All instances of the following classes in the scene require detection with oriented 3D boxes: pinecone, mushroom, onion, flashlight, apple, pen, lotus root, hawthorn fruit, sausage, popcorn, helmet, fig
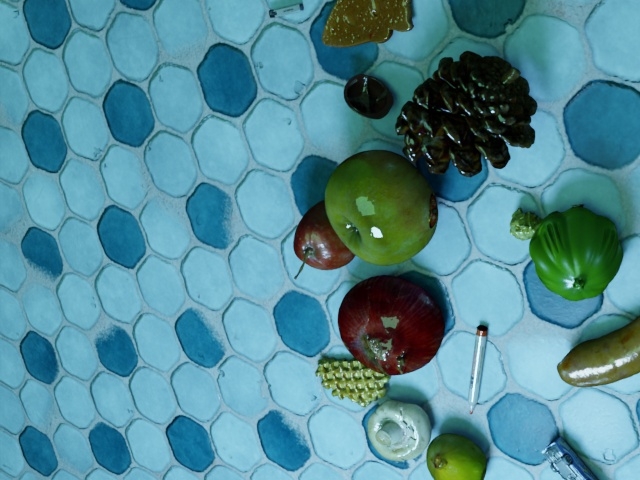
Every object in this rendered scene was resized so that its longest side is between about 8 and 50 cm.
[{"bbox_3d":[0.276,-0.233,1.750,0.309,0.244,0.244,-29,90,54],"label":"pinecone"},{"bbox_3d":[0.180,0.440,2.102,0.154,0.122,0.154,8,104,33],"label":"mushroom"},{"bbox_3d":[0.153,0.191,2.022,0.248,0.161,0.248,-1,87,21],"label":"onion"},{"bbox_3d":[-0.076,-0.507,1.997,0.083,0.018,0.018,-4,106,32],"label":"flashlight"},{"bbox_3d":[0.124,-0.067,1.888,0.261,0.194,0.261,43,157,23],"label":"apple"},{"bbox_3d":[0.345,0.290,2.007,0.026,0.026,0.218,15,114,27],"label":"pen"},{"bbox_3d":[0.488,0.048,1.725,0.186,0.186,0.186,11,112,28],"label":"lotus root"},{"bbox_3d":[0.000,0.000,2.011,0.162,0.203,0.163,9,111,25],"label":"hawthorn fruit"},{"bbox_3d":[0.593,0.217,1.789,0.270,0.109,0.109,-34,87,34],"label":"sausage"},{"bbox_3d":[0.421,-0.031,1.832,0.083,0.060,0.068,4,148,37],"label":"popcorn"},{"bbox_3d":[0.102,-0.297,1.935,0.111,0.057,0.089,39,80,9],"label":"helmet"},{"bbox_3d":[0.306,0.504,2.053,0.153,0.121,0.136,40,120,-14],"label":"fig"}]

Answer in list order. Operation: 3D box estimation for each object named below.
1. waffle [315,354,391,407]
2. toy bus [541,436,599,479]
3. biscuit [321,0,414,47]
[{"bbox_3d":[0.076,0.320,2.170,0.192,0.046,0.161,28,121,21],"label":"waffle"},{"bbox_3d":[0.542,0.494,1.935,0.153,0.061,0.051,49,126,10],"label":"toy bus"},{"bbox_3d":[0.108,-0.487,1.879,0.280,0.043,0.183,-35,83,39],"label":"biscuit"}]
